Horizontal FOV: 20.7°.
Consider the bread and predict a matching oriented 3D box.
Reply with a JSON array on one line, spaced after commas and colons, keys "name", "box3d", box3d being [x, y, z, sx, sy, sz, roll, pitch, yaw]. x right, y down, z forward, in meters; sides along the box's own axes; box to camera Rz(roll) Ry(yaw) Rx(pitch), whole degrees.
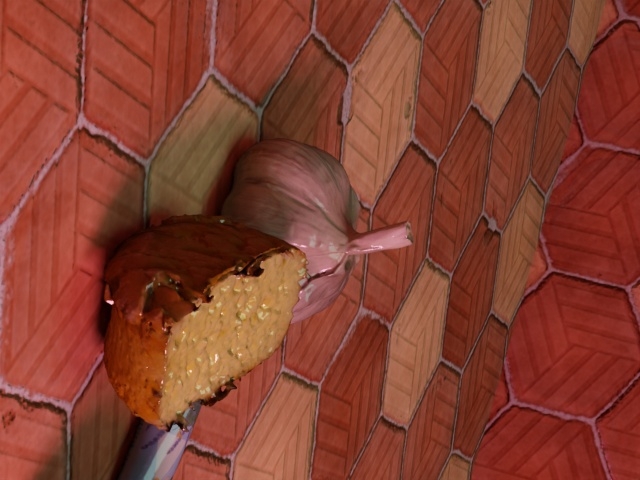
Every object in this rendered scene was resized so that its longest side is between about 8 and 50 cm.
[{"name": "bread", "box3d": [-0.132, 0.063, 1.724, 0.260, 0.147, 0.160, -36, 145, -54]}]

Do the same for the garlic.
[{"name": "garlic", "box3d": [0.000, 0.000, 1.920, 0.218, 0.212, 0.218, 8, 90, -66]}]

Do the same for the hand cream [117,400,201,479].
[{"name": "hand cream", "box3d": [-0.187, 0.251, 1.833, 0.256, 0.055, 0.088, -66, 154, -7]}]
